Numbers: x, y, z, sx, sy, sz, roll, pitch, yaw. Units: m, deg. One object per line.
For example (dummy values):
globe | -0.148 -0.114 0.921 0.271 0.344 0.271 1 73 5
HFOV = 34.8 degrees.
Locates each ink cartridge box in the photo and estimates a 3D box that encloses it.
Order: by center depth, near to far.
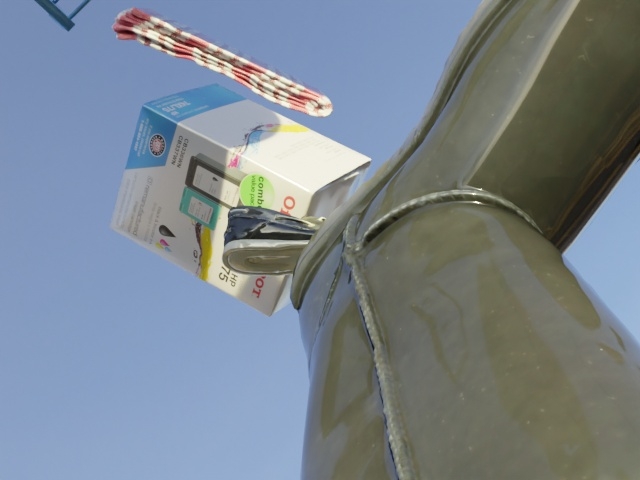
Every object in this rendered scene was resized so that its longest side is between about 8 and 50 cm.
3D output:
ink cartridge box | -0.108 -0.063 1.410 0.197 0.270 0.198 -32 -34 -60

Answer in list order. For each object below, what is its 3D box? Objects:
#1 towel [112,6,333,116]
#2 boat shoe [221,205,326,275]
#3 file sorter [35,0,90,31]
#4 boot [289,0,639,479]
towel | -0.083 -0.157 0.910 0.197 0.144 0.029 24 -79 -7
boat shoe | 0.000 0.000 1.229 0.233 0.079 0.084 5 -38 -7
file sorter | -0.282 -0.310 0.999 0.104 0.170 0.118 -45 -39 2
boot | 0.119 0.026 0.496 0.146 0.445 0.367 33 -71 -12
